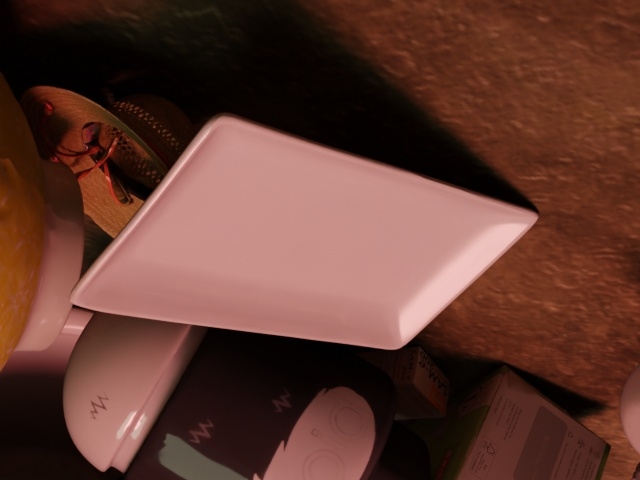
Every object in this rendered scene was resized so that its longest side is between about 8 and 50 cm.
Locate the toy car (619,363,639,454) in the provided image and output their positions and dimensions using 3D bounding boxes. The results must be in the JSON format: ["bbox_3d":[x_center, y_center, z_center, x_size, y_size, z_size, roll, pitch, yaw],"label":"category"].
[{"bbox_3d":[0.277,0.066,0.622,0.182,0.159,0.136,8,112,51],"label":"toy car"}]

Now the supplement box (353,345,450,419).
[{"bbox_3d":[0.051,0.122,0.867,0.099,0.036,0.062,-9,141,30],"label":"supplement box"}]

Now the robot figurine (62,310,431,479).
[{"bbox_3d":[-0.054,0.134,0.774,0.278,0.209,0.173,30,155,-3],"label":"robot figurine"}]

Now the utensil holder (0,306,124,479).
[{"bbox_3d":[-0.271,0.283,0.959,0.328,0.327,0.385,19,148,-11],"label":"utensil holder"}]

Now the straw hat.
[{"bbox_3d":[-0.108,-0.055,0.624,0.145,0.061,0.144,29,148,21],"label":"straw hat"}]

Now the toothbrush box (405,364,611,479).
[{"bbox_3d":[0.091,0.261,0.886,0.122,0.206,0.283,38,141,-6],"label":"toothbrush box"}]

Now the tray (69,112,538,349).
[{"bbox_3d":[0.000,0.000,0.604,0.270,0.030,0.145,13,131,-44],"label":"tray"}]

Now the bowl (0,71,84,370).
[{"bbox_3d":[-0.227,0.001,0.585,0.156,0.289,0.289,9,153,-32],"label":"bowl"}]

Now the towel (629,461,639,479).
[{"bbox_3d":[0.381,0.192,0.732,0.284,0.121,0.235,-3,167,24],"label":"towel"}]
